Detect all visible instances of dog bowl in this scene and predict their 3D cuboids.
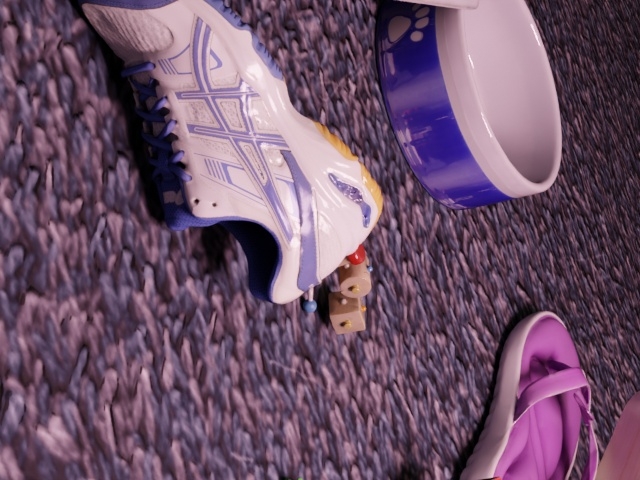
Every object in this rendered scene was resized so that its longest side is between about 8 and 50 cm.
[{"bbox_3d":[0.168,-0.170,1.497,0.265,0.104,0.265,33,50,-51],"label":"dog bowl"}]

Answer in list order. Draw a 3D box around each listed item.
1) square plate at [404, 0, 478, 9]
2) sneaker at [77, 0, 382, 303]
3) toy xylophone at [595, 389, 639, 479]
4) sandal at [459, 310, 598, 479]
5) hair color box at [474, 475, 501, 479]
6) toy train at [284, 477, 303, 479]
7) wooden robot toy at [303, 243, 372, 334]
[{"bbox_3d":[0.013,-0.393,1.279,0.347,0.049,0.344,-5,75,-49],"label":"square plate"},{"bbox_3d":[-0.084,-0.077,0.998,0.296,0.112,0.131,46,73,-16],"label":"sneaker"},{"bbox_3d":[0.360,0.309,1.434,0.081,0.323,0.236,21,12,-26],"label":"toy xylophone"},{"bbox_3d":[0.253,0.220,1.469,0.169,0.102,0.416,64,30,-21],"label":"sandal"},{"bbox_3d":[0.129,0.305,1.221,0.053,0.093,0.167,2,75,-61],"label":"hair color box"},{"bbox_3d":[-0.005,0.214,1.102,0.083,0.017,0.024,39,55,-48],"label":"toy train"},{"bbox_3d":[0.000,0.000,1.160,0.173,0.076,0.079,50,27,-39],"label":"wooden robot toy"}]
